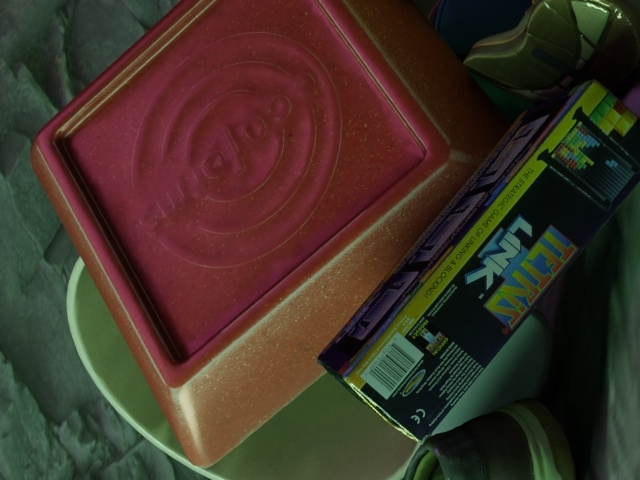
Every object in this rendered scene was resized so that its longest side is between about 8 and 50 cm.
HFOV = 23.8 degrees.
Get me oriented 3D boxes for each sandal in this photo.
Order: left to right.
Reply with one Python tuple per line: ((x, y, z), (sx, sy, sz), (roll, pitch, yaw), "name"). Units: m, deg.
((0.124, -0.102, 0.758), (0.049, 0.072, 0.180), (-61, 3, -12), "sandal")

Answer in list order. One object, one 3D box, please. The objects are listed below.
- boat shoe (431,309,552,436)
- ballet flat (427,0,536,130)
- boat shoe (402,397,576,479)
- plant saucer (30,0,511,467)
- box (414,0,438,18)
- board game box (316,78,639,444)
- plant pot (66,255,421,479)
((0.084, 0.094, 0.770), (0.040, 0.049, 0.142), (-8, -55, -53), "boat shoe")
((0.101, -0.089, 0.936), (0.232, 0.080, 0.073), (-83, -3, -58), "ballet flat")
((0.047, 0.163, 0.713), (0.080, 0.073, 0.224), (-115, 35, -46), "boat shoe")
((-0.043, -0.047, 0.872), (0.258, 0.259, 0.047), (-40, -30, 12), "plant saucer")
((0.085, -0.296, 1.037), (0.143, 0.191, 0.381), (-86, 12, -66), "box")
((0.074, 0.010, 0.713), (0.170, 0.048, 0.141), (-50, 2, -4), "board game box")
((0.000, 0.000, 1.079), (0.274, 0.256, 0.256), (-59, -9, -44), "plant pot")
